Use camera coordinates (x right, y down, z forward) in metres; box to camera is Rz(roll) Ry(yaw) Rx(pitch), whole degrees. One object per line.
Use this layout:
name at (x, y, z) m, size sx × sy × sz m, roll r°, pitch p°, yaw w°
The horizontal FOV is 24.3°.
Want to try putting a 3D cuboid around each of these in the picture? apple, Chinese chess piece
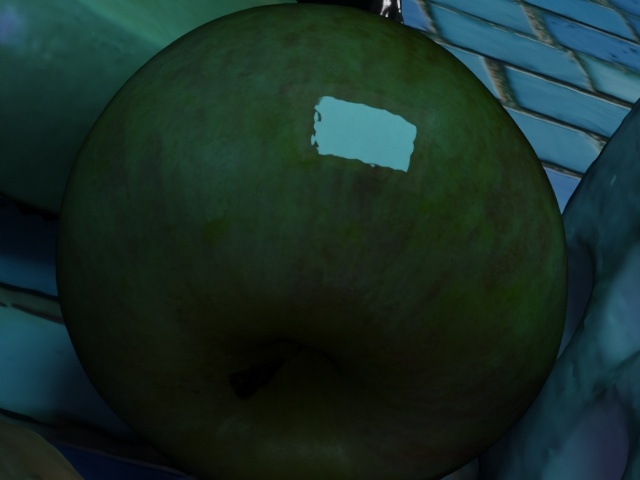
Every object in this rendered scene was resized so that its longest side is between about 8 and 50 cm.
apple at (0.000, 0.000, 0.748) m, size 0.257 × 0.256 × 0.234 m, roll 23°, pitch 39°, yaw -4°
Chinese chess piece at (-0.174, -0.167, 0.937) m, size 0.349 × 0.146 × 0.349 m, roll 35°, pitch 26°, yaw -20°

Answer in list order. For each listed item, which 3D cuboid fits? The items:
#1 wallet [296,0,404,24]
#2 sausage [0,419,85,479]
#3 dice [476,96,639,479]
wallet at (-0.058, -0.194, 1.125) m, size 0.051 × 0.197 × 0.377 m, roll -4°, pitch 36°, yaw -31°
sausage at (-0.089, 0.170, 0.574) m, size 0.087 × 0.079 × 0.326 m, roll -23°, pitch 48°, yaw -23°
dice at (0.291, 0.088, 0.730) m, size 0.328 × 0.330 × 0.348 m, roll 27°, pitch 26°, yaw -12°
